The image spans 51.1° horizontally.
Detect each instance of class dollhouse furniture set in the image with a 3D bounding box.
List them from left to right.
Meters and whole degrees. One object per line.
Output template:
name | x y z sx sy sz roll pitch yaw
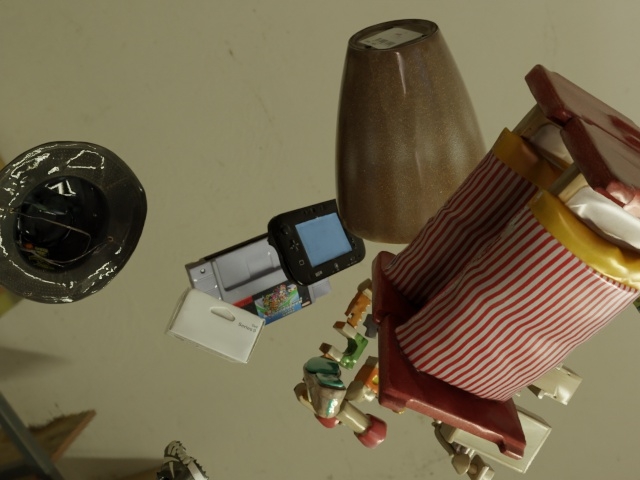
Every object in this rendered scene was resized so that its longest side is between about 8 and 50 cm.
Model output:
dollhouse furniture set | 0.310 0.297 1.379 0.303 0.174 0.355 -60 -166 7
dollhouse furniture set | 0.244 0.061 0.476 0.201 0.374 0.152 -55 -159 32

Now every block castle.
block castle | 0.162 0.344 1.920 0.453 0.213 0.303 -57 -154 -17

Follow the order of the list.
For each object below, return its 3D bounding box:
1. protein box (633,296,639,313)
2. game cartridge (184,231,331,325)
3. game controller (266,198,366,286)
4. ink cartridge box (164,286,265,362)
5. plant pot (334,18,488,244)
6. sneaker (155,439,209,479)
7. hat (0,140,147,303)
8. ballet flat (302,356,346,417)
protein box | 0.873 0.107 1.562 0.201 0.135 0.199 -23 158 -12
game cartridge | -0.148 0.104 1.717 0.355 0.230 0.068 -23 -160 -22
game controller | 0.000 0.000 1.523 0.067 0.166 0.319 -34 172 34
ink cartridge box | -0.206 0.163 1.270 0.093 0.154 0.212 -68 -169 -16
plant pot | 0.106 -0.148 0.845 0.216 0.230 0.215 -9 -146 6
sneaker | -0.342 0.532 1.545 0.106 0.078 0.234 -33 -166 -23
hat | -0.501 -0.050 1.288 0.331 0.331 0.134 -30 -143 -14
ballet flat | 0.002 0.382 1.733 0.108 0.106 0.316 9 -178 -2
